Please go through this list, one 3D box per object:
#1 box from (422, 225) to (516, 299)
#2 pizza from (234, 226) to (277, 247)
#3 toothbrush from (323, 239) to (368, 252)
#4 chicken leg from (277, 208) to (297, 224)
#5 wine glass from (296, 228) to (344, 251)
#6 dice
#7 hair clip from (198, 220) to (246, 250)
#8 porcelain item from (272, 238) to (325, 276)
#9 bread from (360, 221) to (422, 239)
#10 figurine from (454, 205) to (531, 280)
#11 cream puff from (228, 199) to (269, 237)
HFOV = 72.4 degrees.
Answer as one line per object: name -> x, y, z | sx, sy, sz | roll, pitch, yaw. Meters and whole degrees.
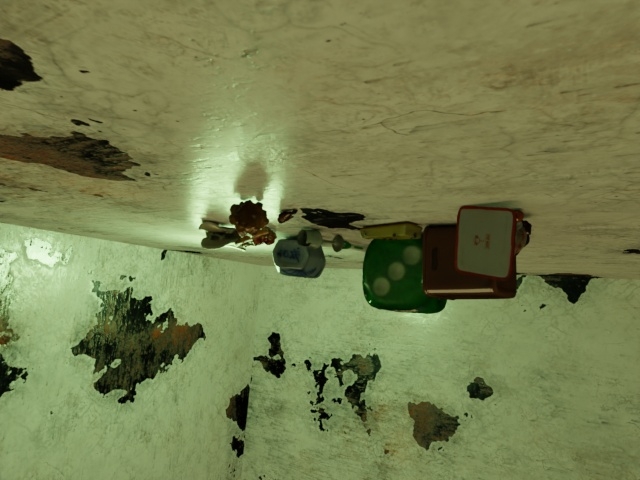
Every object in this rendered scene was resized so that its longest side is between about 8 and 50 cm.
box -> 0.521, 0.081, 1.503 | 0.229, 0.240, 0.339 | -4, 169, 35
pizza -> -0.244, -0.007, 1.859 | 0.193, 0.053, 0.201 | -6, 166, -46
toothbrush -> 0.109, 0.020, 2.021 | 0.417, 0.042, 0.040 | 11, -178, -41
chicken leg -> -0.113, -0.077, 1.437 | 0.062, 0.038, 0.145 | -16, 178, -13
wine glass -> 0.000, 0.000, 1.789 | 0.195, 0.079, 0.079 | 9, 171, -37
dice -> 0.354, 0.135, 1.761 | 0.297, 0.300, 0.287 | 0, 173, 31
hair clip -> -0.439, -0.016, 1.880 | 0.172, 0.113, 0.282 | 4, 178, 8
porcelain item -> -0.101, 0.088, 2.143 | 0.242, 0.179, 0.405 | 4, 170, 11
bread -> 0.243, -0.028, 1.536 | 0.088, 0.049, 0.226 | 10, 172, -36
figurine -> 0.497, -0.003, 1.197 | 0.226, 0.184, 0.160 | -5, -170, -43
cream puff -> -0.217, -0.064, 1.307 | 0.122, 0.116, 0.094 | 21, 157, -10
